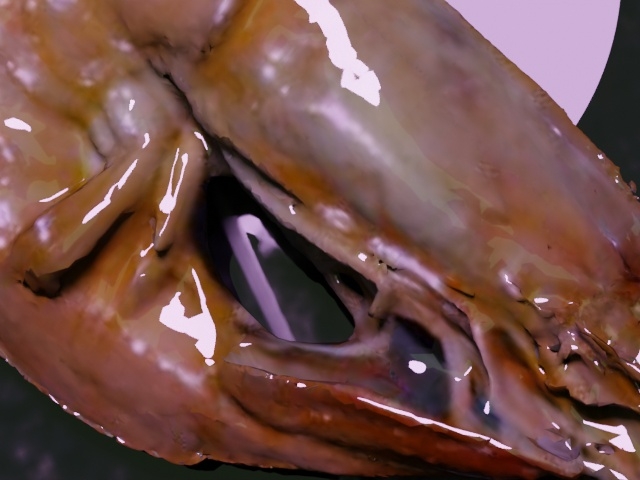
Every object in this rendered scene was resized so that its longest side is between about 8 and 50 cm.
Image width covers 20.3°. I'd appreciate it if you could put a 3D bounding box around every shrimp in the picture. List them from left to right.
[{"bbox_3d":[0.000,0.000,0.443,0.267,0.061,0.145,33,93,6],"label":"shrimp"}]
